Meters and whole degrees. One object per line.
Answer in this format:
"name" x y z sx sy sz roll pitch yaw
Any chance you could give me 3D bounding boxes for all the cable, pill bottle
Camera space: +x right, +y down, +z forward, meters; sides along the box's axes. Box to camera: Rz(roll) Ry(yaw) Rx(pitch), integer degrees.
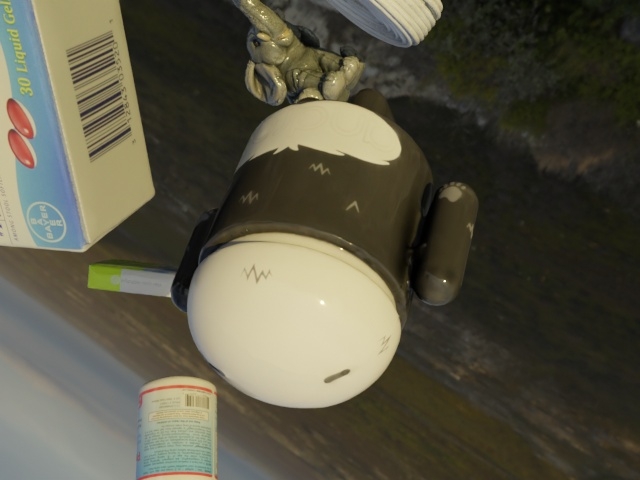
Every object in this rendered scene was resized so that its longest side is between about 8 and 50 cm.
"cable" 0.062 -0.391 1.250 0.257 0.089 0.257 32 -173 -45
"pill bottle" -0.155 0.234 0.906 0.087 0.160 0.087 -3 152 -2

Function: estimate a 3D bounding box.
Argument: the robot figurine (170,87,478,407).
"robot figurine" -0.001 0.002 0.686 0.174 0.278 0.209 29 140 -14

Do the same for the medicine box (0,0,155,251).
"medicine box" -0.343 -0.142 0.839 0.289 0.149 0.263 3 117 18

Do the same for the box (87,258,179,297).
"box" -0.263 0.060 1.328 0.178 0.042 0.109 6 -176 6

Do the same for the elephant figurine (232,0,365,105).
"elephant figurine" -0.056 -0.312 1.431 0.239 0.169 0.186 34 118 6
